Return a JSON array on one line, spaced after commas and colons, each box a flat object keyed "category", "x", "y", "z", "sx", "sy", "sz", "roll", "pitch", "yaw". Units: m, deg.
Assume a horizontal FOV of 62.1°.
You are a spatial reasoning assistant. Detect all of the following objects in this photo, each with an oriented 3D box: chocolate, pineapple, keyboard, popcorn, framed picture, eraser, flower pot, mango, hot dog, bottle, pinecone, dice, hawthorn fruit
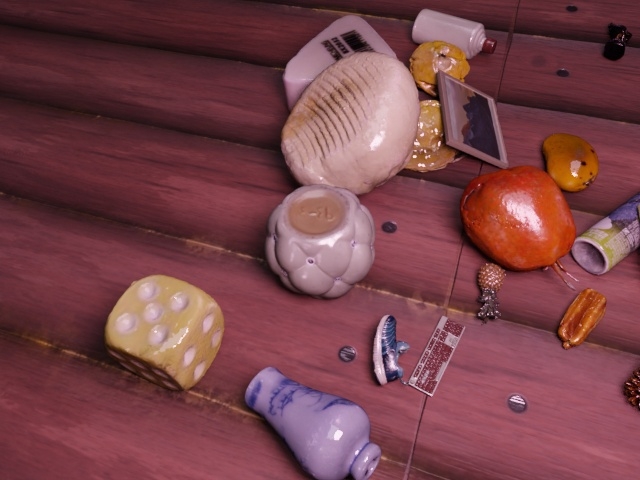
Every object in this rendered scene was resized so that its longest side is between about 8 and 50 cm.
[{"category": "chocolate", "x": 0.867, "y": -0.587, "z": 1.545, "sx": 0.072, "sy": 0.070, "sz": 0.147, "roll": 34, "pitch": 61, "yaw": -6}, {"category": "pineapple", "x": 0.348, "y": 0.110, "z": 1.100, "sx": 0.058, "sy": 0.058, "sz": 0.124, "roll": 11, "pitch": 57, "yaw": 13}, {"category": "keyboard", "x": 0.230, "y": 0.224, "z": 1.052, "sx": 0.055, "sy": 0.017, "sz": 0.166, "roll": 24, "pitch": 60, "yaw": 21}, {"category": "popcorn", "x": 0.330, "y": -0.478, "z": 1.475, "sx": 0.167, "sy": 0.152, "sz": 0.148, "roll": 44, "pitch": 104, "yaw": 5}, {"category": "framed picture", "x": 0.388, "y": -0.311, "z": 1.362, "sx": 0.192, "sy": 0.018, "sz": 0.266, "roll": 18, "pitch": 52, "yaw": -21}, {"category": "eraser", "x": 0.098, "y": -0.452, "z": 1.469, "sx": 0.331, "sy": 0.150, "sz": 0.331, "roll": -2, "pitch": 56, "yaw": 3}, {"category": "flower pot", "x": 0.000, "y": 0.000, "z": 1.125, "sx": 0.246, "sy": 0.195, "sz": 0.246, "roll": -3, "pitch": 55, "yaw": 4}, {"category": "mango", "x": 0.599, "y": -0.192, "z": 1.274, "sx": 0.115, "sy": 0.090, "sz": 0.178, "roll": -2, "pitch": 46, "yaw": 13}, {"category": "hot dog", "x": 0.520, "y": 0.157, "z": 1.061, "sx": 0.062, "sy": 0.038, "sz": 0.144, "roll": 34, "pitch": 66, "yaw": 23}, {"category": "bottle", "x": 0.400, "y": -0.605, "z": 1.575, "sx": 0.245, "sy": 0.104, "sz": 0.104, "roll": 27, "pitch": 61, "yaw": 22}, {"category": "pinecone", "x": 0.602, "y": 0.257, "z": 0.951, "sx": 0.109, "sy": 0.102, "sz": 0.102, "roll": -15, "pitch": 54, "yaw": 8}, {"category": "dice", "x": -0.302, "y": 0.180, "z": 1.043, "sx": 0.169, "sy": 0.166, "sz": 0.169, "roll": 15, "pitch": 57, "yaw": 16}, {"category": "hawthorn fruit", "x": 0.428, "y": -0.019, "z": 1.103, "sx": 0.211, "sy": 0.211, "sz": 0.299, "roll": -25, "pitch": 71, "yaw": -12}, {"category": "bottle", "x": 0.694, "y": -0.048, "z": 1.156, "sx": 0.330, "sy": 0.093, "sz": 0.093, "roll": -31, "pitch": 58, "yaw": -17}]

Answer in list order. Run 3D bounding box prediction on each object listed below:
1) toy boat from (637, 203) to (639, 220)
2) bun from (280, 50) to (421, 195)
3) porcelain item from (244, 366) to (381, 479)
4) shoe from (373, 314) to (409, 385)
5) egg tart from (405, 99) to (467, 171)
[{"category": "toy boat", "x": 0.699, "y": 0.058, "z": 1.045, "sx": 0.093, "sy": 0.055, "sz": 0.293, "roll": -1, "pitch": 73, "yaw": -6}, {"category": "bun", "x": 0.085, "y": -0.259, "z": 1.267, "sx": 0.365, "sy": 0.219, "sz": 0.365, "roll": -19, "pitch": 55, "yaw": 30}, {"category": "porcelain item", "x": -0.015, "y": 0.324, "z": 0.939, "sx": 0.259, "sy": 0.141, "sz": 0.141, "roll": 25, "pitch": 60, "yaw": 30}, {"category": "shoe", "x": 0.139, "y": 0.212, "z": 1.042, "sx": 0.071, "sy": 0.064, "sz": 0.143, "roll": 1, "pitch": 57, "yaw": 7}, {"category": "egg tart", "x": 0.268, "y": -0.284, "z": 1.370, "sx": 0.252, "sy": 0.098, "sz": 0.232, "roll": 5, "pitch": 59, "yaw": 5}]
